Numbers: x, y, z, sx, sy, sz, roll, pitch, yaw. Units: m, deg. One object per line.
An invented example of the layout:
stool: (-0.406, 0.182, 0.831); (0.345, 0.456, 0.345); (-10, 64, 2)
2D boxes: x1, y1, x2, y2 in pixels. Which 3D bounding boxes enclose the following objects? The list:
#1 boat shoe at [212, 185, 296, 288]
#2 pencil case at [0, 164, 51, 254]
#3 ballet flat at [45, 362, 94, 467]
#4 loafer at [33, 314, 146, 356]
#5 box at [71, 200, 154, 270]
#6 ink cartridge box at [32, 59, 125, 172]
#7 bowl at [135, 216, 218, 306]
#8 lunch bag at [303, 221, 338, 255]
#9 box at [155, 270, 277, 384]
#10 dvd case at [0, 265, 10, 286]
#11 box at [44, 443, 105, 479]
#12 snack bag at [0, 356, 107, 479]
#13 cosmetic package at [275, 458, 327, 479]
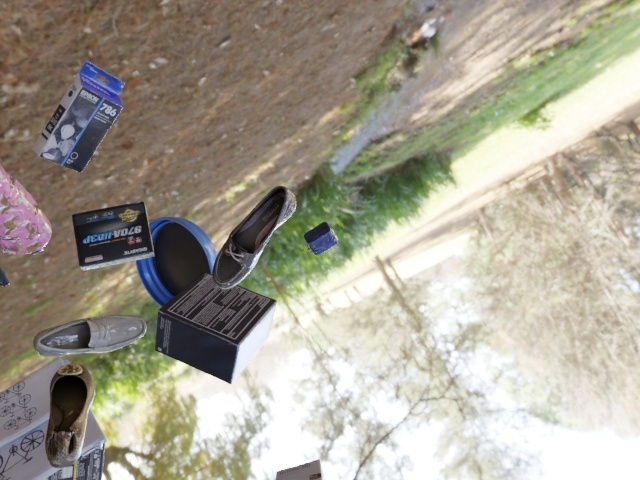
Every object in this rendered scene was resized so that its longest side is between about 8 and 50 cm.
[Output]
boat shoe: (-0.193, -0.018, 1.621); (0.335, 0.112, 0.095); (-52, 164, -9)
pencil case: (-0.965, -0.095, 1.777); (0.160, 0.167, 0.386); (-10, 153, -5)
ballet flat: (-0.475, 0.310, 1.100); (0.084, 0.058, 0.250); (-4, -149, -13)
loafer: (-0.673, 0.282, 1.737); (0.319, 0.112, 0.111); (-10, 171, -30)
box: (-0.639, -0.015, 1.814); (0.220, 0.175, 0.051); (-11, 164, -11)
ink cartridge box: (-0.756, -0.388, 1.870); (0.332, 0.065, 0.165); (-57, 147, 7)
bowl: (-0.548, 0.094, 2.266); (0.391, 0.391, 0.077); (-33, 177, 34)
lunch bag: (0.000, 0.000, 1.781); (0.098, 0.065, 0.067); (-31, -146, 5)
box: (-0.347, 0.287, 1.975); (0.296, 0.294, 0.182); (-48, 154, -58)
dvd case: (-1.098, 0.053, 1.874); (0.253, 0.180, 0.022); (6, -147, 37)
box: (-0.963, 0.914, 2.120); (0.318, 0.395, 0.097); (2, -171, -33)
snack bag: (-0.770, 0.501, 1.543); (0.323, 0.342, 0.037); (-30, 137, -22)
cosmetic package: (-0.046, 0.806, 1.798); (0.151, 0.151, 0.183); (-16, -159, 1)
